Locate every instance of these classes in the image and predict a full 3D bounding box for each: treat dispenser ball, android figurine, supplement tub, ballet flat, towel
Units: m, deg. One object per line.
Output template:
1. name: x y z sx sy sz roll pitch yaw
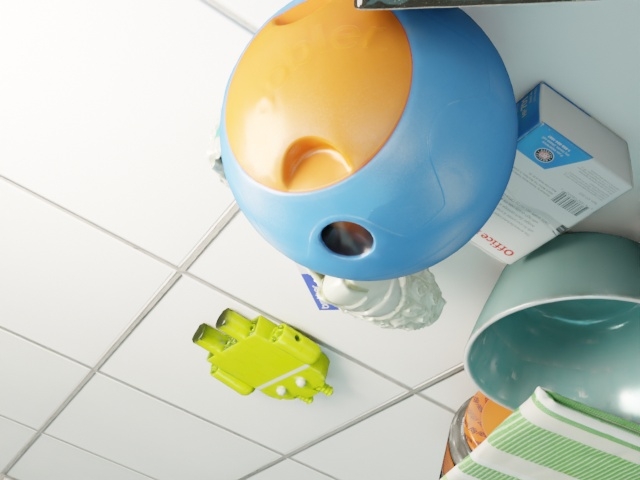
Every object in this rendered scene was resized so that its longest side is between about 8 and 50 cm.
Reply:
1. treat dispenser ball: 0.046 -0.104 0.689 0.288 0.288 0.288 9 140 7
2. android figurine: -0.098 0.226 1.307 0.272 0.056 0.248 38 135 -23
3. supplement tub: 0.326 0.405 1.265 0.207 0.207 0.338 7 141 9
4. ballet flat: 0.000 0.000 0.885 0.147 0.147 0.409 -28 112 40
5. towel: 0.334 0.346 1.038 0.247 0.038 0.325 21 132 -8

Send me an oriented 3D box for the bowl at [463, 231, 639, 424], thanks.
1. bowl: 0.354 0.105 0.936 0.311 0.163 0.312 9 141 8

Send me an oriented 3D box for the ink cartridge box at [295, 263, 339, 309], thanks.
1. ink cartridge box: 0.015 0.025 1.039 0.097 0.046 0.207 -4 137 22

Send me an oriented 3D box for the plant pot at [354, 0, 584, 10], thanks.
1. plant pot: 0.125 -0.292 0.540 0.188 0.187 0.167 2 126 15

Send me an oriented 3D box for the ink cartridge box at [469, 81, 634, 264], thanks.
1. ink cartridge box: 0.241 -0.071 0.827 0.139 0.082 0.190 30 140 -17
